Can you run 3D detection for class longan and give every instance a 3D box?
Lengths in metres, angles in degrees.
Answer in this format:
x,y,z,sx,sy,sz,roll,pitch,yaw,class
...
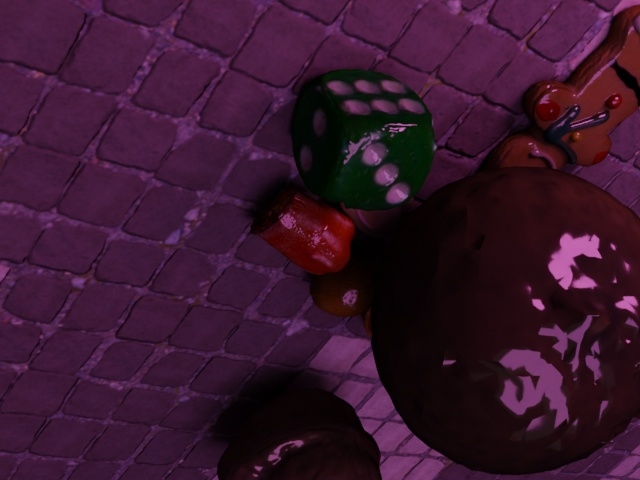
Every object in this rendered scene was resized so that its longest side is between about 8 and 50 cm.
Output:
x,y,z,sx,sy,sz,roll,pitch,yaw,class
0.251,0.101,1.270,0.391,0.391,0.391,-16,139,-14,longan

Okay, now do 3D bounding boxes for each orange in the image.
x,y,z,sx,sy,sz,roll,pitch,yaw,class
0.032,0.061,1.363,0.095,0.085,0.085,-6,140,8,orange

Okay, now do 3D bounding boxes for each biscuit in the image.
x,y,z,sx,sy,sz,roll,pitch,yaw,class
0.344,-0.159,1.335,0.301,0.049,0.197,-41,136,16,biscuit

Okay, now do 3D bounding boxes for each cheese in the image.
x,y,z,sx,sy,sz,roll,pitch,yaw,class
0.089,-0.026,1.337,0.097,0.037,0.192,-28,141,0,cheese

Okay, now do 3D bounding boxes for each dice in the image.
x,y,z,sx,sy,sz,roll,pitch,yaw,class
0.047,-0.116,1.148,0.128,0.131,0.120,-3,132,-26,dice

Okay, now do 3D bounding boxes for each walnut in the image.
x,y,z,sx,sy,sz,roll,pitch,yaw,class
-0.025,0.342,1.500,0.248,0.248,0.248,-16,139,-14,walnut

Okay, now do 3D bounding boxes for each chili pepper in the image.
x,y,z,sx,sy,sz,roll,pitch,yaw,class
0.000,0.000,1.277,0.192,0.086,0.084,31,85,-36,chili pepper

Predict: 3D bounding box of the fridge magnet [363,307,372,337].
x,y,z,sx,sy,sz,roll,pitch,yaw,class
0.131,0.104,1.478,0.143,0.063,0.143,-14,140,-12,fridge magnet
